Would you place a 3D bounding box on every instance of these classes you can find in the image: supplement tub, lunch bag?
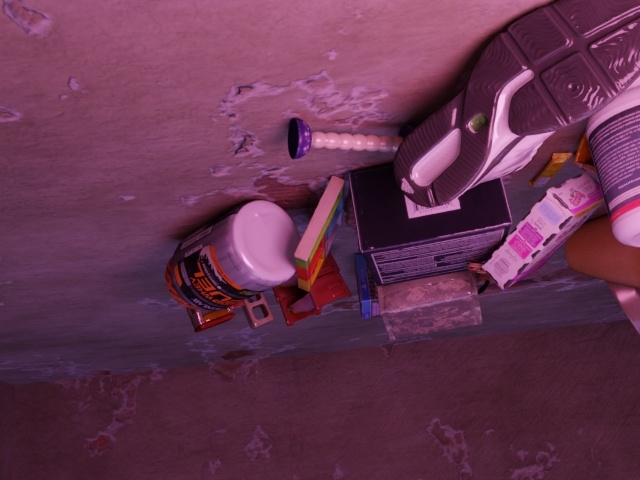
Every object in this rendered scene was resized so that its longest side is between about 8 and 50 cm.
[{"bbox_3d":[0.559,-0.141,1.149,0.191,0.272,0.191,-6,161,-2],"label":"supplement tub"},{"bbox_3d":[-0.206,0.045,1.555,0.193,0.193,0.316,10,155,-40],"label":"supplement tub"},{"bbox_3d":[0.256,0.073,1.690,0.235,0.287,0.169,-12,138,11],"label":"lunch bag"}]

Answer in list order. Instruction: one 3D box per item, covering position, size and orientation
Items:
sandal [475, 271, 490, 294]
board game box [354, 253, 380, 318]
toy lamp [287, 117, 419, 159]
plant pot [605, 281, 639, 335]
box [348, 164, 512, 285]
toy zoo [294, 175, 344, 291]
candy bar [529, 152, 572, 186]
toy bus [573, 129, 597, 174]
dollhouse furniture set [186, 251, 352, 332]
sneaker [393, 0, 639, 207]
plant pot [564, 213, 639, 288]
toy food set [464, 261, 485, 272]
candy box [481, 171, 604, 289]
[{"bbox_3d":[0.469,0.123,2.033,0.060,0.090,0.219,23,-151,15],"label":"sandal"},{"bbox_3d":[0.252,0.121,2.006,0.291,0.141,0.232,-7,161,1],"label":"board game box"},{"bbox_3d":[0.084,-0.169,1.206,0.275,0.080,0.080,-1,160,-17],"label":"toy lamp"},{"bbox_3d":[0.998,0.099,2.019,0.280,0.323,0.323,-33,152,21],"label":"plant pot"},{"bbox_3d":[0.230,-0.041,1.464,0.296,0.182,0.294,-10,161,7],"label":"box"},{"bbox_3d":[0.000,0.000,1.515,0.030,0.192,0.293,23,162,8],"label":"toy zoo"},{"bbox_3d":[0.495,-0.151,1.492,0.040,0.018,0.161,-2,161,-4],"label":"candy bar"},{"bbox_3d":[0.605,-0.169,1.349,0.191,0.104,0.202,18,-159,16],"label":"toy bus"},{"bbox_3d":[-0.137,0.164,1.817,0.374,0.152,0.201,-19,170,-30],"label":"dollhouse furniture set"},{"bbox_3d":[0.334,-0.227,1.092,0.447,0.169,0.257,-37,172,36],"label":"sneaker"},{"bbox_3d":[0.792,0.018,1.822,0.254,0.237,0.237,-2,168,41],"label":"plant pot"},{"bbox_3d":[0.349,0.058,1.461,0.083,0.020,0.082,5,-178,33],"label":"toy food set"},{"bbox_3d":[0.443,-0.017,1.360,0.159,0.071,0.233,-22,153,-40],"label":"candy box"}]
